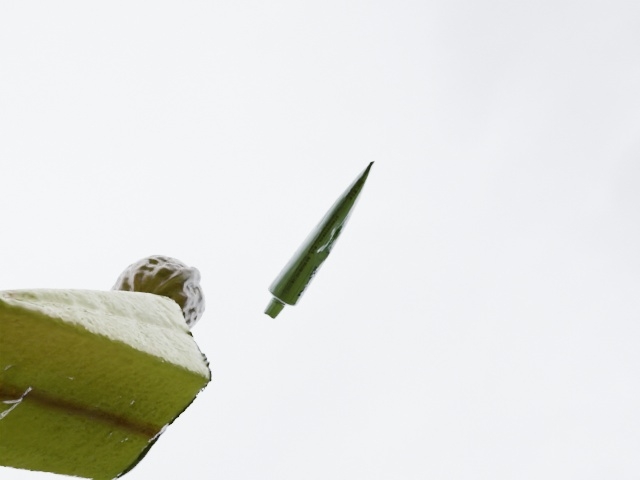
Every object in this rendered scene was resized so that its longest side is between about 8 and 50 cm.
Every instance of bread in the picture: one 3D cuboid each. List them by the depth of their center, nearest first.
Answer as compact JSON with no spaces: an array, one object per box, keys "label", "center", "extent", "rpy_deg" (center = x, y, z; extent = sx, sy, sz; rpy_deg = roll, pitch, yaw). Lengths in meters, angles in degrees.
[{"label":"bread","center":[-0.266,0.110,0.431],"extent":[0.168,0.163,0.264],"rpy_deg":[-44,-45,-3]}]

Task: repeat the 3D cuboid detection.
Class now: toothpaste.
[{"label":"toothpaste","center":[0.000,0.000,0.498],"extent":[0.041,0.064,0.218],"rpy_deg":[34,-88,5]}]

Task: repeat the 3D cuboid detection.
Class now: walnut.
[{"label":"walnut","center":[-0.349,0.127,0.923],"extent":[0.198,0.245,0.198],"rpy_deg":[0,-90,6]}]
